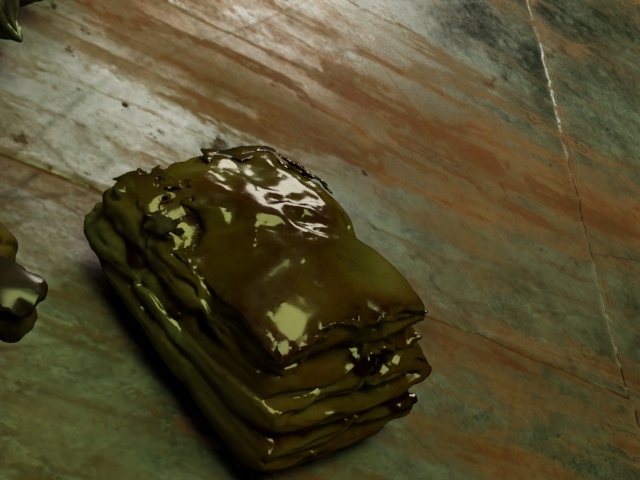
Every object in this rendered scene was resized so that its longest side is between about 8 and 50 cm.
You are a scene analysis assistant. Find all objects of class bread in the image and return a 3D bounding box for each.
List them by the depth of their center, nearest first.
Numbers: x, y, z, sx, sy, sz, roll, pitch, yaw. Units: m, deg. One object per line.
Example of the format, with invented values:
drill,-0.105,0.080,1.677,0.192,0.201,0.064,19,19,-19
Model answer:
bread,-0.040,0.046,1.308,0.277,0.167,0.324,-13,64,-48

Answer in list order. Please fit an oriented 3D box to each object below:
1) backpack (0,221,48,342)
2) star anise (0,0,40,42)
backpack,-0.403,0.032,0.966,0.354,0.201,0.378,34,34,-4
star anise,-0.375,-0.296,1.423,0.197,0.073,0.212,12,49,-29
